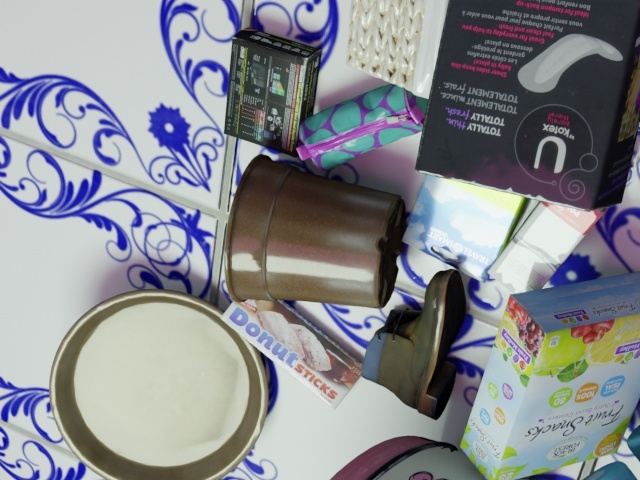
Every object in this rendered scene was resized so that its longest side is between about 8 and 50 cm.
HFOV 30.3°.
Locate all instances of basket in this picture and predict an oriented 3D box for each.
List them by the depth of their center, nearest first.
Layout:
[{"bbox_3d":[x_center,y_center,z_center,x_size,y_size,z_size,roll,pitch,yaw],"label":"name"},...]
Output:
[{"bbox_3d":[0.094,-0.236,1.129,0.103,0.113,0.167,18,123,21],"label":"basket"}]

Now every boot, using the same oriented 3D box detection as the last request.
[{"bbox_3d":[0.099,0.108,1.328,0.106,0.082,0.219,20,133,20],"label":"boot"}]

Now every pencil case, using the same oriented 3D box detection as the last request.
[{"bbox_3d":[0.051,-0.124,1.240,0.151,0.070,0.065,-20,106,35],"label":"pencil case"}]

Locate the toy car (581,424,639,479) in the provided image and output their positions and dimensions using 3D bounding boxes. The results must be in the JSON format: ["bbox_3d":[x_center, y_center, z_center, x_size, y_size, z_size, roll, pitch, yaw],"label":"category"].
[{"bbox_3d":[0.409,0.271,1.147,0.219,0.210,0.238,53,148,6],"label":"toy car"}]

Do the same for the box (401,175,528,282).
[{"bbox_3d":[0.162,-0.054,1.236,0.109,0.042,0.178,28,127,13],"label":"box"}]

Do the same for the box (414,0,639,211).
[{"bbox_3d":[0.203,-0.175,1.032,0.165,0.143,0.271,15,99,22],"label":"box"}]

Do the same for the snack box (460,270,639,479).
[{"bbox_3d":[0.253,0.142,1.215,0.070,0.174,0.207,52,141,44],"label":"snack box"}]

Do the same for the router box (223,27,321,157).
[{"bbox_3d":[-0.053,-0.162,1.294,0.092,0.038,0.123,20,124,18],"label":"router box"}]

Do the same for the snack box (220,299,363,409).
[{"bbox_3d":[-0.032,0.125,1.435,0.178,0.022,0.064,38,99,4],"label":"snack box"}]

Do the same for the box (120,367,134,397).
[{"bbox_3d":[-0.274,0.215,1.597,0.126,0.072,0.137,-2,114,28],"label":"box"}]

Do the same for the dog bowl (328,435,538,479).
[{"bbox_3d":[0.075,0.401,1.332,0.150,0.408,0.408,31,128,31],"label":"dog bowl"}]

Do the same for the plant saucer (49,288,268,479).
[{"bbox_3d":[-0.204,0.190,1.502,0.277,0.041,0.278,0,105,0],"label":"plant saucer"}]

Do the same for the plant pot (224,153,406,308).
[{"bbox_3d":[0.000,0.000,1.286,0.165,0.167,0.167,10,121,15],"label":"plant pot"}]

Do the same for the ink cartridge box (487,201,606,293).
[{"bbox_3d":[0.236,-0.015,1.182,0.056,0.099,0.135,37,127,7],"label":"ink cartridge box"}]
